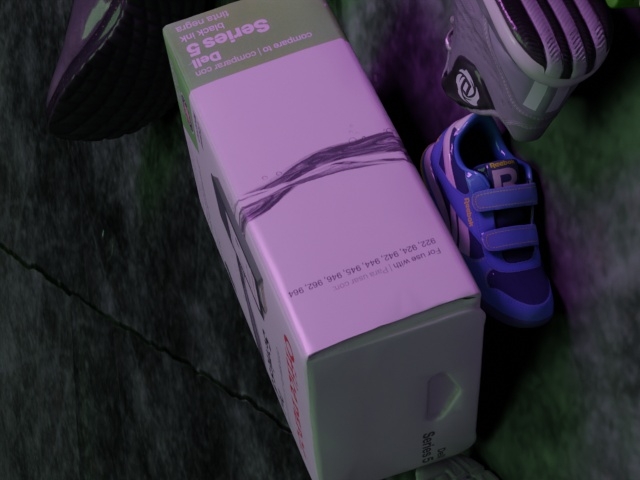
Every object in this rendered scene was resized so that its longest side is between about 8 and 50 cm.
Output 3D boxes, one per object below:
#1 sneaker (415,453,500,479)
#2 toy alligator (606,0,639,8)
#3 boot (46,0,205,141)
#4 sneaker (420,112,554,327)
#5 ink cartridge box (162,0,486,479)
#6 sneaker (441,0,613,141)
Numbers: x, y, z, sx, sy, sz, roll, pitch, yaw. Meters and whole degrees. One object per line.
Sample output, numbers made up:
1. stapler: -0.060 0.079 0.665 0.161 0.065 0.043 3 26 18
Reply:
1. sneaker: 0.104 0.211 0.977 0.065 0.061 0.158 100 149 -44
2. toy alligator: 0.149 -0.158 0.786 0.051 0.056 0.190 -30 71 61
3. boot: -0.175 -0.263 1.347 0.338 0.118 0.223 -51 49 41
4. sneaker: 0.106 -0.014 0.916 0.059 0.053 0.144 -56 50 50
5. ink cartridge box: 0.000 0.000 0.985 0.198 0.114 0.273 84 165 -56
6. sneaker: 0.088 -0.156 0.881 0.132 0.086 0.229 107 152 -57
